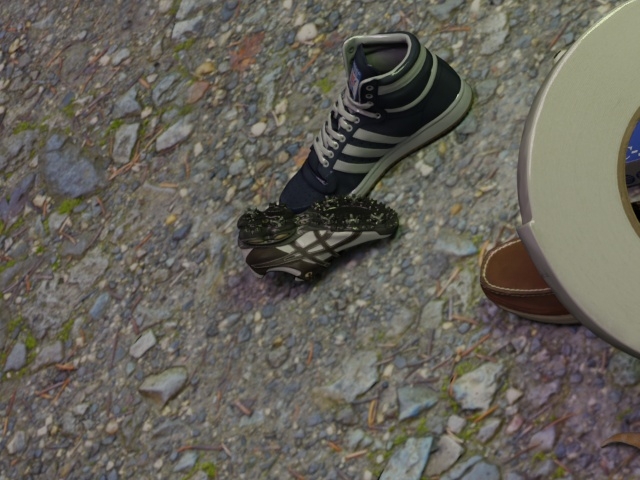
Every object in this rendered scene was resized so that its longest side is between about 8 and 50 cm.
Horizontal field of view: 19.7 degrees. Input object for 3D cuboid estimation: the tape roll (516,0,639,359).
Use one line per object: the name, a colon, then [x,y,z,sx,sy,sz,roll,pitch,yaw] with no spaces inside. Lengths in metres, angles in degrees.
tape roll: [0.386,-0.062,1.814,0.392,0.072,0.392,0,86,-4]

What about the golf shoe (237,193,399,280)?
golf shoe: [0.000,0.000,2.236,0.198,0.094,0.077,-4,31,8]

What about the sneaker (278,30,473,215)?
sneaker: [0.035,-0.143,2.240,0.282,0.153,0.099,-37,45,10]

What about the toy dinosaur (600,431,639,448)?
toy dinosaur: [0.356,0.204,1.841,0.183,0.053,0.093,28,81,44]

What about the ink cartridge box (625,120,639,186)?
ink cartridge box: [0.414,-0.131,2.030,0.207,0.046,0.097,-15,52,29]

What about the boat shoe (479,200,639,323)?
boat shoe: [0.309,0.008,1.962,0.324,0.116,0.123,-10,56,31]
